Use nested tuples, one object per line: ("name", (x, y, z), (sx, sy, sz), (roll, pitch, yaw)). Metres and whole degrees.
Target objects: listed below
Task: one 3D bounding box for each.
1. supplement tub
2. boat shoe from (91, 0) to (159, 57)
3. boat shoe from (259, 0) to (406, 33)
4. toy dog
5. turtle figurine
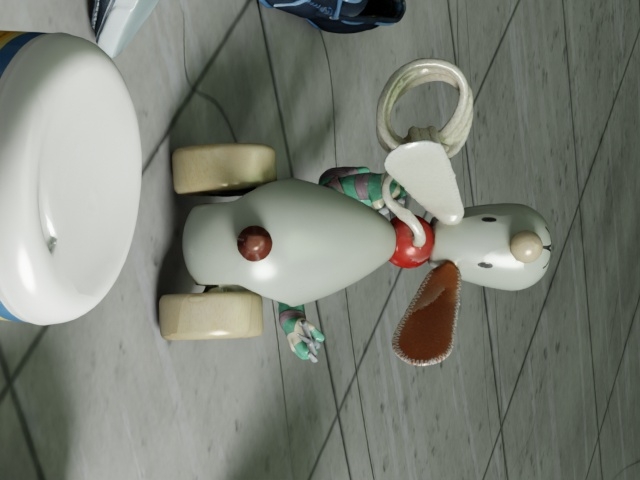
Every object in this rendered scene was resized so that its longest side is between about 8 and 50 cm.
("supplement tub", (-0.206, -0.036, 0.982), (0.144, 0.199, 0.144), (4, 90, -71))
("boat shoe", (-0.140, -0.218, 1.344), (0.183, 0.083, 0.065), (-65, 173, 33))
("boat shoe", (0.011, -0.243, 1.714), (0.258, 0.089, 0.109), (0, 95, -71))
("toy dog", (0.031, -0.004, 1.518), (0.220, 0.333, 0.161), (71, -16, -8))
("turtle figurine", (0.000, 0.000, 1.697), (0.175, 0.118, 0.234), (-55, 180, 11))
